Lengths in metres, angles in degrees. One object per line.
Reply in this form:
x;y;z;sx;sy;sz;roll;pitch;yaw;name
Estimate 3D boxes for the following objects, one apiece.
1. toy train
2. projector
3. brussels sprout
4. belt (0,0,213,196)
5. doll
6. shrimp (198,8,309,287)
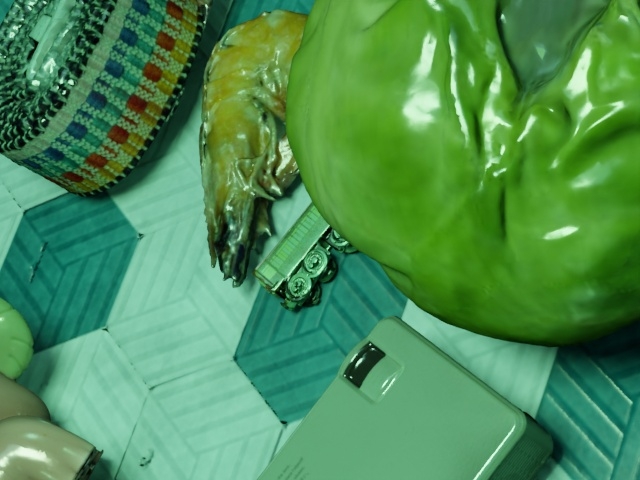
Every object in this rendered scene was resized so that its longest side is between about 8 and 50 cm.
0.000;0.000;1.810;0.148;0.038;0.071;-50;54;-1;toy train
0.060;0.220;1.639;0.192;0.099;0.256;37;89;35;projector
0.189;-0.093;1.578;0.425;0.342;0.361;3;97;35;brussels sprout
-0.233;-0.196;1.964;0.207;0.160;0.295;4;67;49;belt
-0.357;0.192;1.798;0.268;0.216;0.284;30;79;1;doll
-0.048;-0.099;1.871;0.164;0.062;0.316;-7;62;24;shrimp
